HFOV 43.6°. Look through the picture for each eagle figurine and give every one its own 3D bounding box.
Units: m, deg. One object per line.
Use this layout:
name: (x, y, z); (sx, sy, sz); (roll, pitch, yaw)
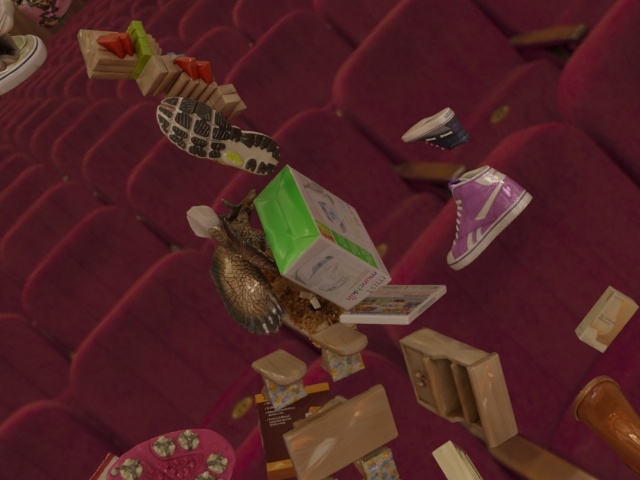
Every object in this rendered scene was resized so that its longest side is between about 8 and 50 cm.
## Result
eagle figurine: (-0.159, 0.031, 1.797); (0.225, 0.226, 0.298); (-26, 47, 16)

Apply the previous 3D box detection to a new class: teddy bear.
teddy bear: (-0.051, 0.150, 2.129); (0.245, 0.338, 0.113); (-51, -10, -38)

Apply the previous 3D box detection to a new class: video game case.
video game case: (0.088, 0.075, 0.950); (0.087, 0.011, 0.122); (-2, 13, 30)

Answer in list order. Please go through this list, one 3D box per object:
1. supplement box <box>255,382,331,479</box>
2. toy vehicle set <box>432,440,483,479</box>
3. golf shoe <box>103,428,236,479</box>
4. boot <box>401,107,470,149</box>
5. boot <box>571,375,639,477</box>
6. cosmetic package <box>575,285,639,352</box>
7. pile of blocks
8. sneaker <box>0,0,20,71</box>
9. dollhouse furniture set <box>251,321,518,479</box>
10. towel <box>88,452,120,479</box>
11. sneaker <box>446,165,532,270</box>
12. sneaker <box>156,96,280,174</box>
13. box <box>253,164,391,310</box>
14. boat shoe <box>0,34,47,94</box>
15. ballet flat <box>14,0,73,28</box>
supplement box: (-0.056, 0.486, 2.028); (0.191, 0.129, 0.194); (-9, 63, -7)
toy vehicle set: (0.271, 0.443, 1.240); (0.035, 0.166, 0.267); (-34, 65, 4)
golf shoe: (-0.228, 0.336, 0.934); (0.306, 0.115, 0.140); (-32, -25, -39)
boot: (0.264, -0.239, 1.851); (0.069, 0.086, 0.190); (-45, 12, -21)
boot: (0.589, 0.382, 1.475); (0.109, 0.283, 0.220); (-39, 42, -3)
cosmetic package: (0.552, 0.152, 1.544); (0.115, 0.060, 0.041); (-59, 6, 17)
pile of blocks: (-0.300, -0.359, 1.615); (0.112, 0.362, 0.149); (-39, 41, 45)
sneaker: (-0.428, -0.216, 0.964); (0.232, 0.115, 0.090); (-33, 62, 48)
dollhouse furniture set: (0.131, 0.344, 1.526); (0.394, 0.362, 0.256); (-24, 16, -22)
towel: (-0.255, 0.502, 1.285); (0.037, 0.329, 0.237); (-53, 3, 25)
sneaker: (0.338, -0.060, 1.818); (0.102, 0.161, 0.282); (-49, -5, -48)
sneaker: (-0.221, -0.200, 1.643); (0.118, 0.279, 0.107); (1, 69, 60)
box: (0.000, 0.000, 1.727); (0.127, 0.231, 0.262); (-46, 38, 18)
boat shoe: (-0.672, -0.321, 1.517); (0.302, 0.094, 0.109); (-25, 53, -1)
ballet flat: (-0.351, -0.395, 1.113); (0.221, 0.079, 0.077); (-47, 57, 19)
